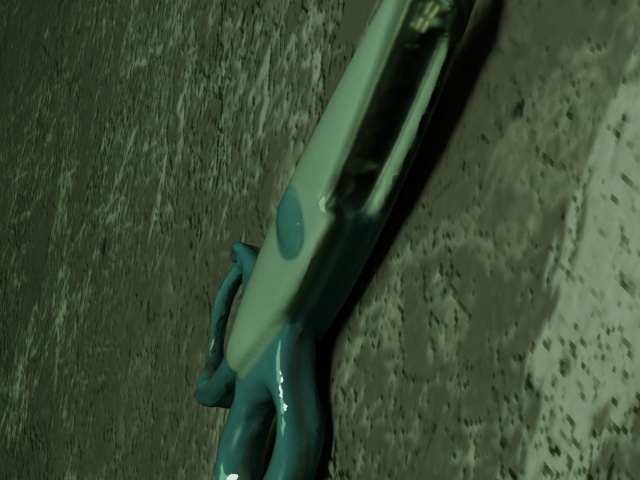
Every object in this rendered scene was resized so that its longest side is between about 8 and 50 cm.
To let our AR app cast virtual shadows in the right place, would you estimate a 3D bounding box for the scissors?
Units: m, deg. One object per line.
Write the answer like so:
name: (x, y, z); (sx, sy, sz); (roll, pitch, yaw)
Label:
scissors: (0.000, 0.000, 0.660); (0.138, 0.041, 0.289); (-106, 29, -43)
